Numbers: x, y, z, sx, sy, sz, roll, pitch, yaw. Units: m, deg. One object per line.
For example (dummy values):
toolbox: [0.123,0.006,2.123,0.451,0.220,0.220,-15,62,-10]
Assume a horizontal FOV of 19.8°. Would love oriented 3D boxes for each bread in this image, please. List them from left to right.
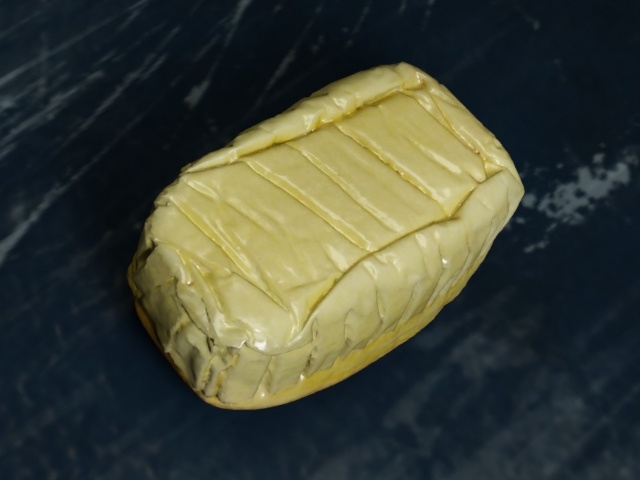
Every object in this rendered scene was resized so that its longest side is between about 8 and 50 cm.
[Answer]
bread: [0.000,0.000,1.017,0.236,0.106,0.140,-31,70,-32]
